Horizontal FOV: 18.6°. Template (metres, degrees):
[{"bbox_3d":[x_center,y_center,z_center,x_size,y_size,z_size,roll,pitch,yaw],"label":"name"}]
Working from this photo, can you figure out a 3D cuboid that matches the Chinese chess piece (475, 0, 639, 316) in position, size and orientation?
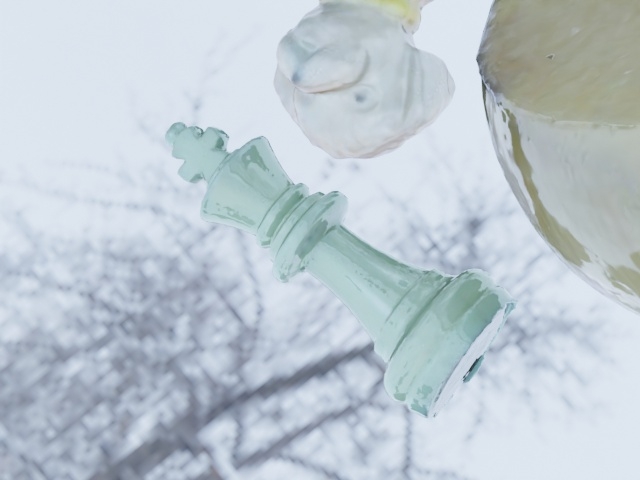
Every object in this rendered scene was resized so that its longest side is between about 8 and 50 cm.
[{"bbox_3d":[0.176,-0.071,0.649,0.097,0.251,0.251,59,-16,-25],"label":"Chinese chess piece"}]

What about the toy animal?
[{"bbox_3d":[0.032,-0.133,1.033,0.184,0.104,0.185,-98,-167,-88],"label":"toy animal"}]

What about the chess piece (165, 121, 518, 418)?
[{"bbox_3d":[0.000,0.000,0.736,0.149,0.059,0.059,39,-16,12],"label":"chess piece"}]
